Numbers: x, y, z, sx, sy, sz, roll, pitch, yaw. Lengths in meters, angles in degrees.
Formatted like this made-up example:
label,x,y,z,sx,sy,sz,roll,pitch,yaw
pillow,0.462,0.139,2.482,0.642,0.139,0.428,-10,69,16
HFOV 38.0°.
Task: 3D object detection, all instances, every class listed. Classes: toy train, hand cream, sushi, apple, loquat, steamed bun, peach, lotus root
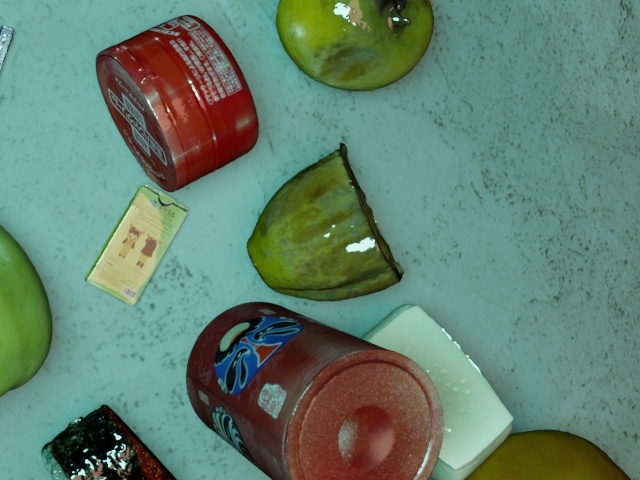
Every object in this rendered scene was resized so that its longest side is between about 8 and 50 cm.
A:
label,x,y,z,sx,sy,sz,roll,pitch,yaw
toy train,-0.385,-0.214,1.107,0.017,0.017,0.083,19,87,-25
hand cream,-0.173,-0.166,1.124,0.125,0.193,0.193,-30,108,-19
sushi,-0.251,0.321,1.172,0.126,0.136,0.225,-40,119,-15
apple,-0.436,0.088,1.003,0.279,0.279,0.279,-3,97,-26
loquat,0.044,-0.293,1.213,0.213,0.213,0.213,-3,97,-26
steamed bun,0.147,0.223,1.330,0.146,0.164,0.241,-37,79,-18
peach,0.320,0.454,1.346,0.343,0.301,0.343,-7,138,-7
lotus root,0.000,-0.001,1.265,0.180,0.199,0.188,-27,68,9

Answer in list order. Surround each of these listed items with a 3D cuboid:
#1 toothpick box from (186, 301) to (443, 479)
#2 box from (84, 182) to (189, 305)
label,x,y,z,sx,sy,sz,roll,pitch,yaw
toothpick box,-0.021,0.200,1.160,0.204,0.333,0.204,-3,97,-27
box,-0.237,0.005,1.205,0.073,0.020,0.149,34,81,-25
